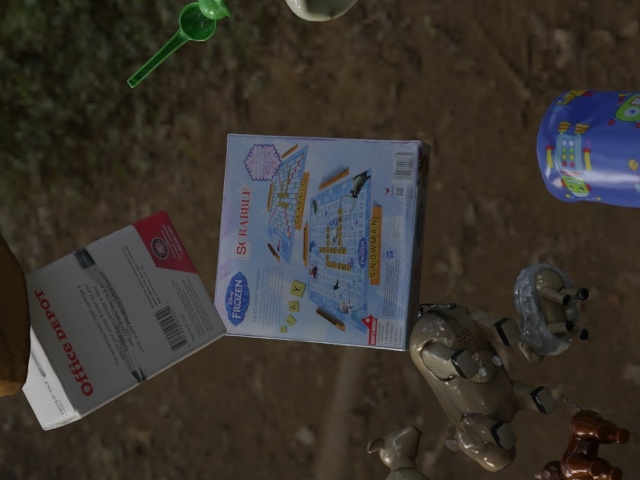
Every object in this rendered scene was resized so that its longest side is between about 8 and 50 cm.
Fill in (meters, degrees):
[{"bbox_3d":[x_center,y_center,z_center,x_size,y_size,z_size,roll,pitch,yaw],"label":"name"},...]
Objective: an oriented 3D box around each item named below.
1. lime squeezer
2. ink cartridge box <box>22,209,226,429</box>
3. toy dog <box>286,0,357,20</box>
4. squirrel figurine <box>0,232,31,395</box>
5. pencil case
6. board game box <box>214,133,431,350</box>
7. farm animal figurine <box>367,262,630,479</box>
[{"bbox_3d":[-0.176,-0.316,2.152,0.310,0.110,0.058,-33,83,55],"label":"lime squeezer"},{"bbox_3d":[-0.254,0.092,1.806,0.100,0.237,0.172,-24,94,50],"label":"ink cartridge box"},{"bbox_3d":[-0.143,-0.393,1.072,0.408,0.285,0.395,26,100,31],"label":"toy dog"},{"bbox_3d":[-0.519,0.030,1.689,0.370,0.281,0.397,-34,52,48],"label":"squirrel figurine"},{"bbox_3d":[0.369,-0.094,1.542,0.306,0.133,0.119,6,138,45],"label":"pencil case"},{"bbox_3d":[0.000,0.000,2.357,0.318,0.066,0.318,4,87,19],"label":"board game box"},{"bbox_3d":[0.174,0.216,1.786,0.172,0.330,0.326,5,110,62],"label":"farm animal figurine"}]
